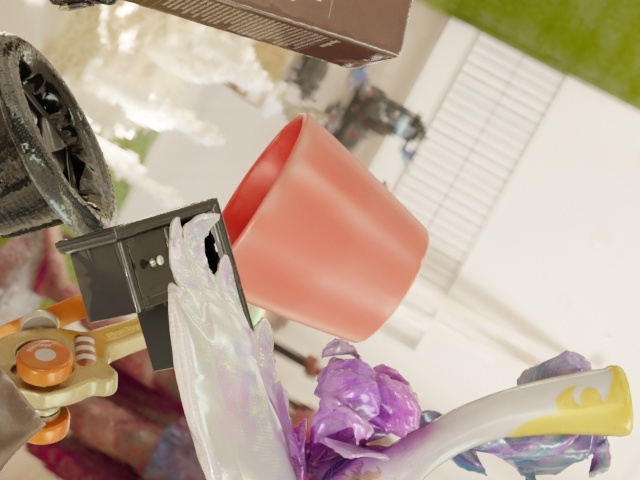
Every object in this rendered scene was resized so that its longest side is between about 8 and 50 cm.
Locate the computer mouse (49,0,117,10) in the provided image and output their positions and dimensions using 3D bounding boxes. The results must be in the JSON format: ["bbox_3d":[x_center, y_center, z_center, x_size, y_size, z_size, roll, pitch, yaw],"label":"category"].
[{"bbox_3d":[-0.345,-0.419,1.768,0.106,0.042,0.193,-12,144,-21],"label":"computer mouse"}]

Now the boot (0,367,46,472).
[{"bbox_3d":[-0.423,0.290,1.498,0.207,0.248,0.090,-36,-179,-21],"label":"boot"}]

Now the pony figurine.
[{"bbox_3d":[0.018,0.178,0.773,0.303,0.363,0.351,81,2,-68],"label":"pony figurine"}]

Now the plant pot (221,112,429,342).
[{"bbox_3d":[0.000,0.000,1.688,0.275,0.243,0.275,-53,-167,18],"label":"plant pot"}]

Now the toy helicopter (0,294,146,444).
[{"bbox_3d":[-0.379,0.169,1.946,0.355,0.235,0.140,-17,127,-39],"label":"toy helicopter"}]

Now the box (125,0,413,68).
[{"bbox_3d":[-0.081,-0.338,1.366,0.143,0.381,0.191,0,-103,66],"label":"box"}]

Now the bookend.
[{"bbox_3d":[-0.144,0.054,1.108,0.157,0.072,0.156,-20,96,-58],"label":"bookend"}]

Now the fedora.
[{"bbox_3d":[-0.403,-0.114,1.620,0.152,0.334,0.334,-27,171,5],"label":"fedora"}]
